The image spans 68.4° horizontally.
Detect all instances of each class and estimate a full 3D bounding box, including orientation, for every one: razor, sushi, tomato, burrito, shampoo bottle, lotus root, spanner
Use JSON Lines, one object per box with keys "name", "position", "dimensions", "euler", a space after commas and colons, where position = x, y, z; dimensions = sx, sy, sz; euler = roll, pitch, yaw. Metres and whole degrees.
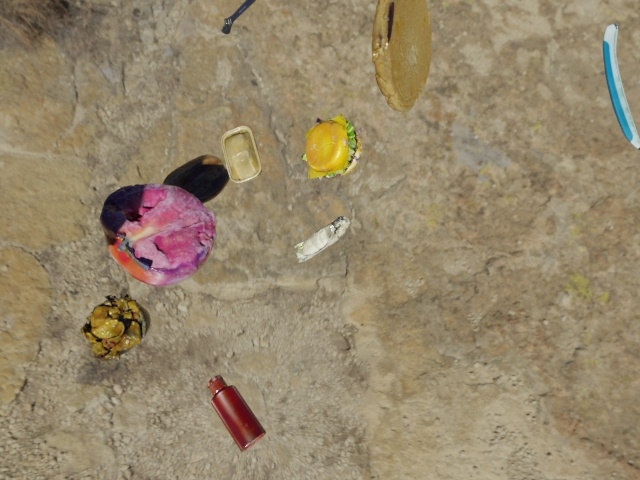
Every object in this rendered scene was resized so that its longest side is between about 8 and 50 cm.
{"name": "razor", "position": [0.418, -0.200, 0.646], "dimensions": [0.068, 0.037, 0.191], "euler": [-16, 87, -50]}
{"name": "sushi", "position": [-0.701, 0.295, 1.615], "dimensions": [0.213, 0.204, 0.200], "euler": [-46, 102, -16]}
{"name": "tomato", "position": [-0.449, 0.000, 1.340], "dimensions": [0.334, 0.176, 0.289], "euler": [41, 45, 16]}
{"name": "burrito", "position": [0.001, -0.001, 1.328], "dimensions": [0.058, 0.229, 0.063], "euler": [54, 43, -6]}
{"name": "shampoo bottle", "position": [-0.299, 0.583, 1.620], "dimensions": [0.102, 0.064, 0.260], "euler": [-31, 63, -23]}
{"name": "lotus root", "position": [-0.514, -0.223, 1.892], "dimensions": [0.193, 0.193, 0.291], "euler": [45, 59, 9]}
{"name": "spanner", "position": [-0.293, -0.815, 1.695], "dimensions": [0.012, 0.046, 0.209], "euler": [21, 66, 32]}

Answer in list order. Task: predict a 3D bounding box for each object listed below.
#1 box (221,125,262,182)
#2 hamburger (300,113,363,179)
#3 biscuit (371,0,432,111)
{"name": "box", "position": [-0.239, -0.259, 1.445], "dimensions": [0.111, 0.111, 0.177], "euler": [-13, 74, -13]}
{"name": "hamburger", "position": [0.032, -0.238, 1.233], "dimensions": [0.093, 0.189, 0.164], "euler": [5, 90, -49]}
{"name": "biscuit", "position": [0.146, -0.345, 0.836], "dimensions": [0.042, 0.226, 0.226], "euler": [9, 64, 31]}
